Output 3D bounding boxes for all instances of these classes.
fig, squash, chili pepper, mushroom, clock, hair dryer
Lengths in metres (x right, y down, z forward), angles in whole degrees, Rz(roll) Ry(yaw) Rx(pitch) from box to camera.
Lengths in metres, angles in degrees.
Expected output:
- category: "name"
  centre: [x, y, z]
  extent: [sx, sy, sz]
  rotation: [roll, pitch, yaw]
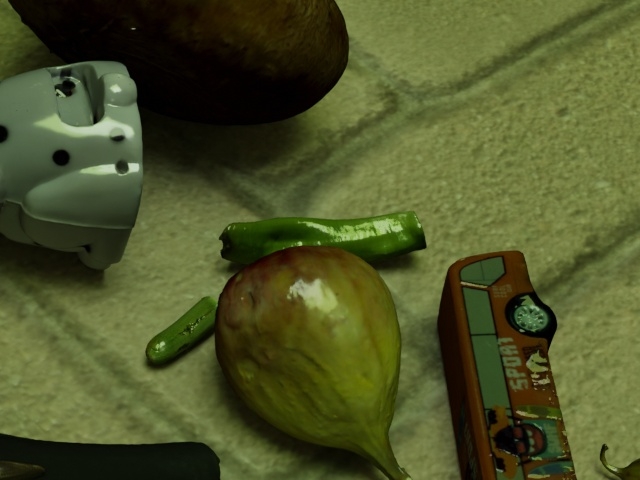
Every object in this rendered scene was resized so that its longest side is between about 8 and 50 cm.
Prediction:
- category: "fig"
  centre: [0.274, 0.198, 1.314]
  extent: [0.083, 0.050, 0.050]
  rotation: [22, 43, 21]
- category: "squash"
  centre: [-0.119, 0.080, 1.330]
  extent: [0.027, 0.027, 0.083]
  rotation: [34, 48, 18]
- category: "chili pepper"
  centre: [0.000, 0.000, 1.427]
  extent: [0.201, 0.052, 0.050]
  rotation: [-3, 17, -17]
- category: "fig"
  centre: [0.024, 0.121, 1.272]
  extent: [0.159, 0.159, 0.257]
  rotation: [-30, 79, -37]
- category: "mushroom"
  centre: [-0.144, -0.228, 1.442]
  extent: [0.345, 0.345, 0.239]
  rotation: [31, 58, 15]
- category: "clock"
  centre: [-0.293, -0.068, 1.322]
  extent: [0.254, 0.189, 0.189]
  rotation: [-3, 47, -20]
- category: "hair dryer"
  centre: [-0.178, 0.290, 1.082]
  extent: [0.303, 0.120, 0.359]
  rotation: [2, 54, -35]

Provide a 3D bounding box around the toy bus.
- category: "toy bus"
  centre: [0.164, 0.178, 1.269]
  extent: [0.092, 0.093, 0.409]
  rotation: [0, 45, -6]
